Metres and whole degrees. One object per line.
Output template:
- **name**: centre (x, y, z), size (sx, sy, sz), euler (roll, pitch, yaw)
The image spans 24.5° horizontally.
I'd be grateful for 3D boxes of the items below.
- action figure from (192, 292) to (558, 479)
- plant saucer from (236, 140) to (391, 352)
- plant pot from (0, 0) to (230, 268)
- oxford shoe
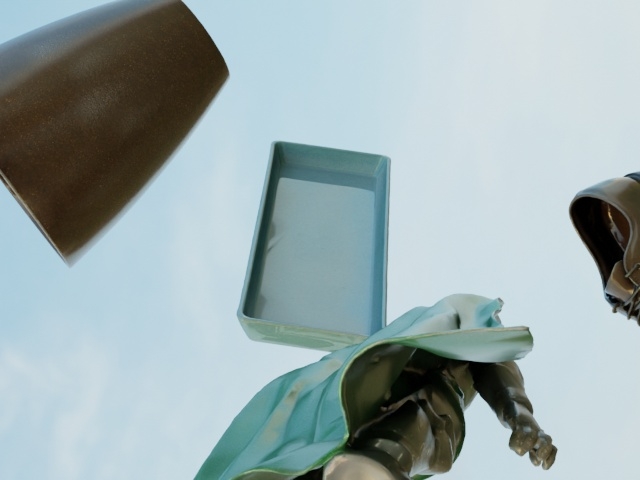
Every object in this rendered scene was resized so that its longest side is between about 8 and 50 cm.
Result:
- **action figure**: centre (0.019, 0.055, 0.435), size (0.063, 0.137, 0.232), euler (59, -166, 0)
- **plant saucer**: centre (0.000, 0.000, 0.733), size (0.192, 0.067, 0.018), euler (-84, 2, -61)
- **plant pot**: centre (-0.207, -0.128, 1.383), size (0.230, 0.215, 0.215), euler (-37, -44, -10)
- **oxford shoe**: centre (0.245, 0.046, 1.025), size (0.096, 0.227, 0.082), euler (-9, -43, -29)
